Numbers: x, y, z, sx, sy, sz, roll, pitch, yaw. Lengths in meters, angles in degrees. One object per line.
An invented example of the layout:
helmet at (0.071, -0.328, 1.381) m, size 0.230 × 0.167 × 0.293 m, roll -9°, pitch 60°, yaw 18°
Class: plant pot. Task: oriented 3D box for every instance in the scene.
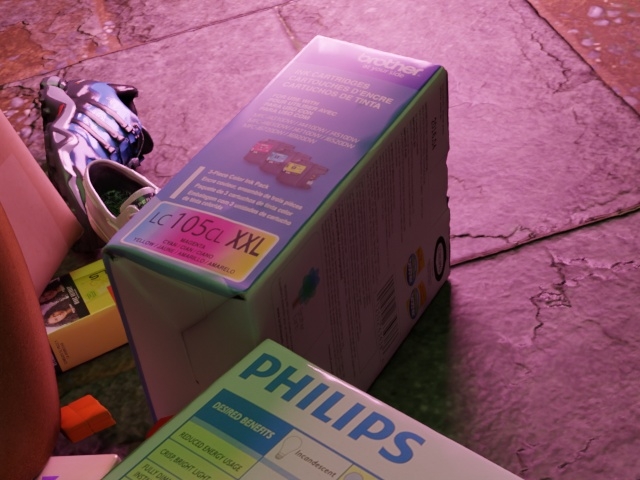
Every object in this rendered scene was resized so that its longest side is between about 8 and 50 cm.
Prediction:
plant pot at (-0.328, 0.061, 0.926) m, size 0.237 × 0.254 × 0.237 m, roll 8°, pitch 37°, yaw -6°

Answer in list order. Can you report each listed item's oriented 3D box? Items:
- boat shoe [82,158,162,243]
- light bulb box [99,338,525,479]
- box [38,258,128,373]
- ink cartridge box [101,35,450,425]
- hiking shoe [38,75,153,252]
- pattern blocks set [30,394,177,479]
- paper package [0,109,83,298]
boat shoe at (-0.182, -0.017, 1.169) m, size 0.079 × 0.081 × 0.227 m, roll -32°, pitch 44°, yaw -24°
light bulb box at (-0.017, 0.306, 0.716) m, size 0.358 × 0.225 × 0.361 m, roll 24°, pitch 51°, yaw 37°
box at (-0.196, 0.054, 1.200) m, size 0.232 × 0.058 × 0.087 m, roll -23°, pitch 39°, yaw -14°
ink cartridge box at (0.000, 0.000, 1.048) m, size 0.151 × 0.270 × 0.395 m, roll 20°, pitch 48°, yaw 27°
hiking shoe at (-0.265, -0.108, 1.376) m, size 0.132 × 0.113 × 0.304 m, roll -7°, pitch 45°, yaw -13°
pattern blocks set at (-0.252, 0.241, 0.951) m, size 0.325 × 0.026 × 0.285 m, roll -3°, pitch 38°, yaw 38°
paper package at (-0.457, -0.051, 1.139) m, size 0.309 × 0.325 × 0.168 m, roll -10°, pitch 37°, yaw 27°
